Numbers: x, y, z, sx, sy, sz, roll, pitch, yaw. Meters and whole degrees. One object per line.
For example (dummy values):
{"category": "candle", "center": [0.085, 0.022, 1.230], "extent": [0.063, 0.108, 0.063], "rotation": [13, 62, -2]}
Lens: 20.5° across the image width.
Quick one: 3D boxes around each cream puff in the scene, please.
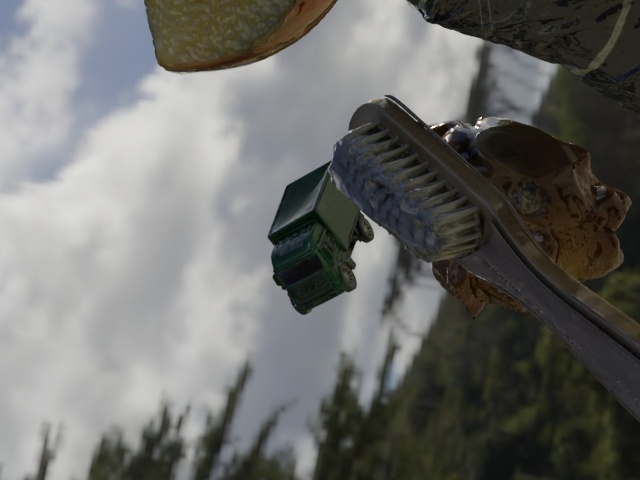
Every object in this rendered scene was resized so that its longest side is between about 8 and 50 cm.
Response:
{"category": "cream puff", "center": [0.205, -0.034, 1.967], "extent": [0.241, 0.269, 0.154], "rotation": [-32, -30, -35]}

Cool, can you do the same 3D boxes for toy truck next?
{"category": "toy truck", "center": [0.000, 0.000, 1.638], "extent": [0.079, 0.065, 0.147], "rotation": [52, -153, -20]}

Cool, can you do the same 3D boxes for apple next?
{"category": "apple", "center": [-0.073, -0.346, 1.968], "extent": [0.314, 0.252, 0.309], "rotation": [-49, 0, 31]}

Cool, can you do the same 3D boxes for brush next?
{"category": "brush", "center": [0.115, 0.018, 1.183], "extent": [0.065, 0.327, 0.070], "rotation": [-25, -35, -35]}

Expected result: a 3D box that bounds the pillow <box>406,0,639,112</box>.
{"category": "pillow", "center": [0.178, -0.181, 1.263], "extent": [0.092, 0.335, 0.161], "rotation": [-46, 28, 45]}
